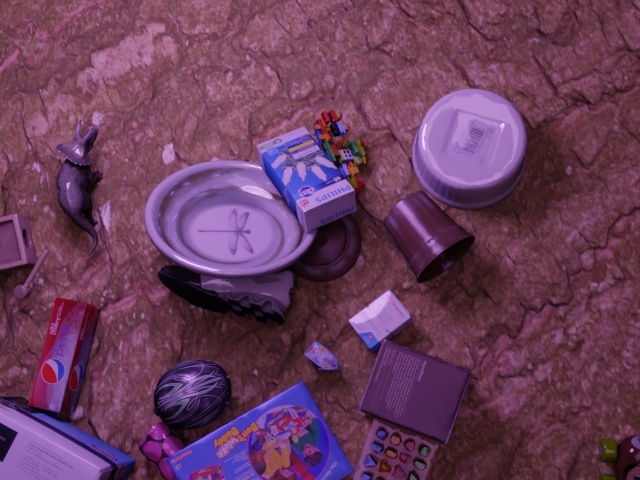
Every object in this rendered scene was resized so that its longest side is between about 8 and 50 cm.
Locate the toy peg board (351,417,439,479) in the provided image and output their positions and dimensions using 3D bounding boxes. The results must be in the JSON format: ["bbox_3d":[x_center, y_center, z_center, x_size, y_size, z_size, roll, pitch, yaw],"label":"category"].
[{"bbox_3d":[0.167,0.501,1.810,0.161,0.079,0.161,20,81,9],"label":"toy peg board"}]

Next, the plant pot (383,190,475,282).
[{"bbox_3d":[0.243,-0.017,1.872,0.167,0.167,0.165,-36,70,-2],"label":"plant pot"}]

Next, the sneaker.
[{"bbox_3d":[-0.219,0.093,1.928,0.331,0.122,0.146,14,62,10],"label":"sneaker"}]

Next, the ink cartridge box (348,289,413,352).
[{"bbox_3d":[0.142,0.188,1.881,0.122,0.052,0.088,-37,64,-1],"label":"ink cartridge box"}]

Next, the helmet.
[{"bbox_3d":[-0.293,0.351,1.842,0.169,0.161,0.169,13,60,-23],"label":"helmet"}]

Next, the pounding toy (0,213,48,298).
[{"bbox_3d":[-0.751,0.045,2.000,0.181,0.094,0.206,-13,87,-2],"label":"pounding toy"}]

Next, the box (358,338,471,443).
[{"bbox_3d":[0.208,0.335,1.792,0.203,0.168,0.167,20,80,10],"label":"box"}]

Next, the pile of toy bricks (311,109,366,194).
[{"bbox_3d":[0.065,-0.220,1.965,0.105,0.118,0.212,-9,65,-28],"label":"pile of toy bricks"}]

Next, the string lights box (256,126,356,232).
[{"bbox_3d":[-0.035,-0.147,1.899,0.133,0.076,0.259,-24,51,-14],"label":"string lights box"}]

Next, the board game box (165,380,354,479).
[{"bbox_3d":[-0.134,0.502,1.796,0.347,0.078,0.233,-27,76,-16],"label":"board game box"}]

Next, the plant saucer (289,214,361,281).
[{"bbox_3d":[0.000,0.000,1.952,0.199,0.036,0.198,-1,78,5],"label":"plant saucer"}]

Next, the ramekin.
[{"bbox_3d":[0.355,-0.223,1.907,0.277,0.135,0.277,-1,78,6],"label":"ramekin"}]

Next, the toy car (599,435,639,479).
[{"bbox_3d":[0.688,0.490,1.699,0.155,0.188,0.149,1,79,6],"label":"toy car"}]

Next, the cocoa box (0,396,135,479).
[{"bbox_3d":[-0.643,0.526,1.815,0.347,0.228,0.231,25,83,10],"label":"cocoa box"}]

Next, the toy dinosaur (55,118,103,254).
[{"bbox_3d":[-0.603,-0.123,1.978,0.121,0.160,0.313,1,78,7],"label":"toy dinosaur"}]

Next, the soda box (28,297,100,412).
[{"bbox_3d":[-0.611,0.274,1.933,0.083,0.092,0.263,9,80,10],"label":"soda box"}]

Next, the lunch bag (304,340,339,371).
[{"bbox_3d":[0.007,0.278,1.876,0.083,0.071,0.053,35,83,11],"label":"lunch bag"}]

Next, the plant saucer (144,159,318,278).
[{"bbox_3d":[-0.208,-0.031,1.891,0.401,0.100,0.400,5,42,-5],"label":"plant saucer"}]

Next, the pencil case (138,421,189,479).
[{"bbox_3d":[-0.329,0.521,1.858,0.209,0.095,0.098,47,111,15],"label":"pencil case"}]
